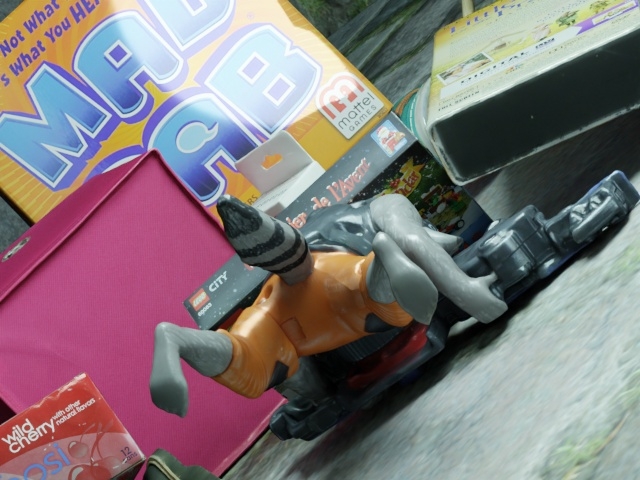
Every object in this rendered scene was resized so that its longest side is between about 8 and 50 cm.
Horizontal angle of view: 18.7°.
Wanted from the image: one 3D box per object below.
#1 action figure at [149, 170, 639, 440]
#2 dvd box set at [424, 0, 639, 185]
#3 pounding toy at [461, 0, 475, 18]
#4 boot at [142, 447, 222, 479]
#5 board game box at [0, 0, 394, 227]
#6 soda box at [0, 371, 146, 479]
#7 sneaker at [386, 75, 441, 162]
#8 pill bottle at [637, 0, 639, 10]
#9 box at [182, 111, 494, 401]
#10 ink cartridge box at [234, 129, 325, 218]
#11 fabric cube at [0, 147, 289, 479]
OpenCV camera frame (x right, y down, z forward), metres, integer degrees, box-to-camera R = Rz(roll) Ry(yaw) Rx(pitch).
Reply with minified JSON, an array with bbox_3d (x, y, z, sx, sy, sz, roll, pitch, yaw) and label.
[{"bbox_3d":[0.046,0.010,1.408,0.341,0.178,0.330,-36,-3,14],"label":"action figure"},{"bbox_3d":[0.239,-0.179,1.637,0.307,0.062,0.420,-24,13,10],"label":"dvd box set"},{"bbox_3d":[0.230,-0.273,2.042,0.154,0.155,0.269,-5,16,-12],"label":"pounding toy"},{"bbox_3d":[-0.135,0.240,1.525,0.137,0.077,0.198,-50,10,-14],"label":"boot"},{"bbox_3d":[-0.172,-0.114,2.168,0.356,0.356,0.356,-44,-5,-6],"label":"board game box"},{"bbox_3d":[-0.274,0.217,1.549,0.263,0.092,0.083,-32,-12,-22],"label":"soda box"},{"bbox_3d":[0.121,-0.106,1.930,0.121,0.108,0.302,-40,2,23],"label":"sneaker"},{"bbox_3d":[0.352,-0.244,1.228,0.363,0.210,0.210,-50,11,-35],"label":"pill bottle"},{"bbox_3d":[0.020,0.021,1.609,0.233,0.159,0.044,-42,49,5],"label":"box"},{"bbox_3d":[-0.010,-0.001,1.731,0.061,0.181,0.104,-49,11,-33],"label":"ink cartridge box"},{"bbox_3d":[-0.186,0.098,1.785,0.254,0.259,0.258,-44,9,-15],"label":"fabric cube"}]
